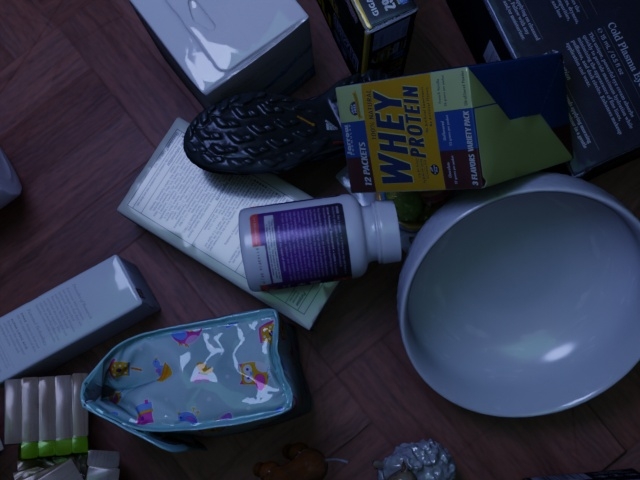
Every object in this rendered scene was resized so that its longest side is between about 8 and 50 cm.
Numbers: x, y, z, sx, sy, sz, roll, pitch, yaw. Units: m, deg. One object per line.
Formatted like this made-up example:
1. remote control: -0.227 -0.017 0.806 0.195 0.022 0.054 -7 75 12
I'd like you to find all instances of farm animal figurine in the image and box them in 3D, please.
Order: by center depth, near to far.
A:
1. farm animal figurine: 0.042 0.418 1.066 0.327 0.172 0.330 4 83 -28

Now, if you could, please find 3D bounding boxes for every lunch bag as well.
1. lunch bag: -0.156 0.189 1.129 0.262 0.223 0.160 -14 77 1

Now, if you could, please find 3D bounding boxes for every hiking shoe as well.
1. hiking shoe: -0.038 -0.135 1.165 0.304 0.132 0.113 -14 77 -21

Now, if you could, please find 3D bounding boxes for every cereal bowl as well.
1. cereal bowl: 0.262 0.057 1.139 0.339 0.141 0.338 0 119 0

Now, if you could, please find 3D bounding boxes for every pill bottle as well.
1. pill bottle: 0.000 0.000 1.094 0.194 0.108 0.108 -8 82 1

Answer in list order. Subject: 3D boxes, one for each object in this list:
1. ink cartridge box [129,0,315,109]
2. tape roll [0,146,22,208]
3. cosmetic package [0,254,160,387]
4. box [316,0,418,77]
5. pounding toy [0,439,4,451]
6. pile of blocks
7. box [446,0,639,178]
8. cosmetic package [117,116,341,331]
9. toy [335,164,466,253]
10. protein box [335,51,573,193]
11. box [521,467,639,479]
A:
1. ink cartridge box: -0.123 -0.275 1.183 0.168 0.232 0.171 -38 83 -3
2. tape roll: -0.528 -0.144 1.155 0.100 0.286 0.286 -37 83 -2
3. cosmetic package: -0.349 0.113 1.199 0.231 0.117 0.085 -30 82 -3
4. box: 0.024 -0.386 1.182 0.079 0.257 0.322 -24 83 0
5. pounding toy: -0.545 0.289 1.162 0.206 0.181 0.094 -20 81 -28
6. pile of blocks: -0.319 0.343 1.160 0.149 0.112 0.362 -26 85 -26
7. box: 0.390 -0.280 1.196 0.313 0.179 0.343 -24 83 0
8. cosmetic package: -0.103 -0.019 1.211 0.309 0.113 0.160 32 84 5
9. toy: 0.150 -0.055 1.236 0.137 0.056 0.237 -42 83 -5
10. protein box: 0.165 -0.144 1.072 0.200 0.201 0.135 -18 103 -42
11. box: 0.362 0.444 1.119 0.165 0.143 0.270 -5 83 3
